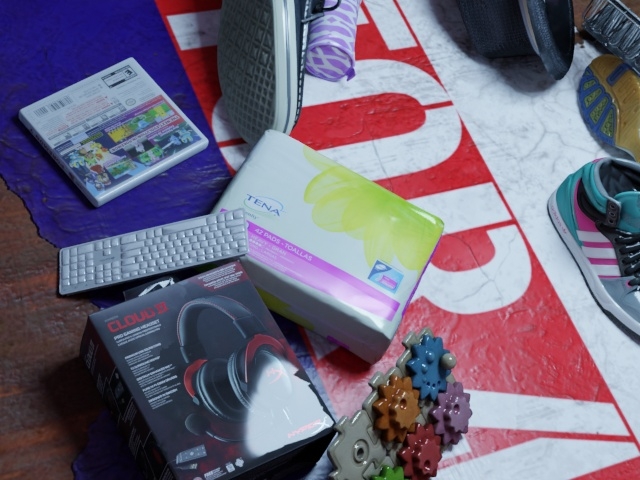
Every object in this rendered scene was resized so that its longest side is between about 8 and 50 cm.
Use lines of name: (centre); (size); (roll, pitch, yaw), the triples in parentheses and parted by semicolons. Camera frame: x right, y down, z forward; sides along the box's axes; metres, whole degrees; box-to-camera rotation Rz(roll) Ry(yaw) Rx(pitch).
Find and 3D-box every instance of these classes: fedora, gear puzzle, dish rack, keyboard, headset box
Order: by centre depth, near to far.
gear puzzle: (0.087, 0.266, 1.588); (0.339, 0.044, 0.175); (-48, 124, -35)
headset box: (-0.149, 0.173, 1.597); (0.218, 0.110, 0.293); (-20, 65, -28)
keyboard: (-0.217, 0.014, 1.672); (0.256, 0.014, 0.072); (-12, 62, 7)
dish rack: (0.502, -0.318, 2.054); (0.208, 0.074, 0.271); (43, 13, 14)
fedora: (0.304, -0.413, 2.082); (0.152, 0.334, 0.334); (-9, 51, 23)

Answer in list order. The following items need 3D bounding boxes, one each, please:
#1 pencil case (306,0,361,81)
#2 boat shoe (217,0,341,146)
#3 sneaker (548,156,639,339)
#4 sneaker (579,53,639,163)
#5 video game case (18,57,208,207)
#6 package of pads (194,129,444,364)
pencil case: (0.024, -0.347, 2.020); (0.088, 0.086, 0.206); (31, 51, -28)
boat shoe: (-0.056, -0.372, 1.922); (0.156, 0.187, 0.500); (10, 67, -32)
sneaker: (0.459, -0.006, 1.865); (0.124, 0.178, 0.295); (-20, 65, -28)
sneaker: (0.528, -0.174, 2.063); (0.131, 0.112, 0.296); (7, 45, -46)
video game case: (-0.292, -0.157, 1.829); (0.201, 0.023, 0.183); (-32, 71, -33)
package of pads: (0.000, 0.000, 1.765); (0.296, 0.101, 0.229); (28, 54, 2)
